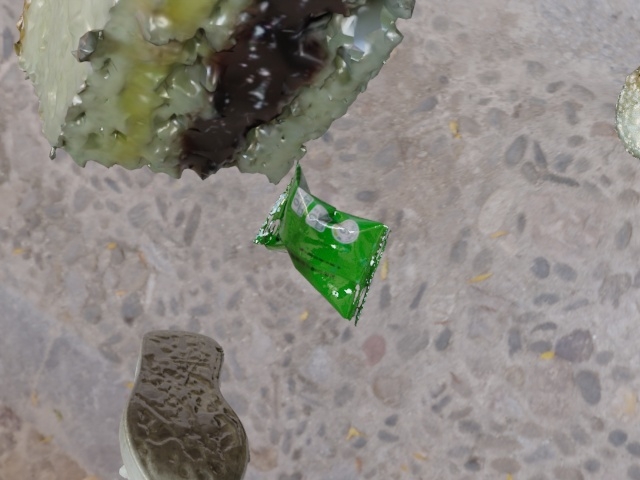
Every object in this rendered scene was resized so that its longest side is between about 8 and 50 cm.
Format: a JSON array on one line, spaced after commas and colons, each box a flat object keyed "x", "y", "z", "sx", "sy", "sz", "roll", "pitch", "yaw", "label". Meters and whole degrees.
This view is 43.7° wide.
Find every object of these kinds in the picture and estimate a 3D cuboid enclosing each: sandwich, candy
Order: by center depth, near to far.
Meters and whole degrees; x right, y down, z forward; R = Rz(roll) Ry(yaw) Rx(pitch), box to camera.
[{"x": -0.055, "y": -0.190, "z": 0.401, "sx": 0.262, "sy": 0.131, "sz": 0.325, "roll": 7, "pitch": 88, "yaw": 59, "label": "sandwich"}, {"x": -0.003, "y": 0.002, "z": 1.056, "sx": 0.203, "sy": 0.078, "sz": 0.141, "roll": 38, "pitch": 132, "yaw": 32, "label": "candy"}]

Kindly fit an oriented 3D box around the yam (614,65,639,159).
[{"x": 0.549, "y": -0.176, "z": 1.070, "sx": 0.168, "sy": 0.304, "sz": 0.168, "roll": 16, "pitch": 109, "yaw": 53, "label": "yam"}]

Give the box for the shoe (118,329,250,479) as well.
[{"x": -0.158, "y": 0.225, "z": 0.850, "sx": 0.124, "sy": 0.316, "sz": 0.159, "roll": 12, "pitch": 110, "yaw": -13, "label": "shoe"}]

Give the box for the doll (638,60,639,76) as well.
[{"x": 0.399, "y": -0.218, "z": 0.732, "sx": 0.192, "sy": 0.095, "sz": 0.149, "roll": 14, "pitch": 100, "yaw": 45, "label": "doll"}]
